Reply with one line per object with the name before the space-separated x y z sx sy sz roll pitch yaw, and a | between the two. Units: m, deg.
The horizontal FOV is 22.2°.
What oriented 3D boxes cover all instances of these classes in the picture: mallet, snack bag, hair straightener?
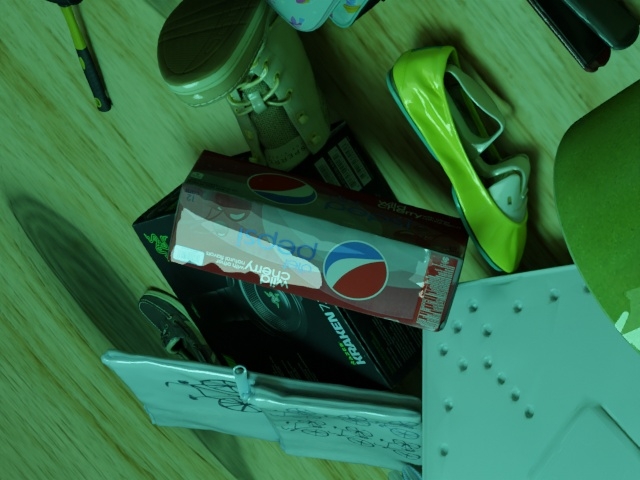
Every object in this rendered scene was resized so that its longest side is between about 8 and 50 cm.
mallet | -0.275 -0.224 1.816 0.062 0.039 0.189 24 143 29
snack bag | -0.051 0.189 1.749 0.343 0.037 0.323 9 163 7
hair straightener | 0.177 -0.244 1.293 0.230 0.047 0.089 54 146 -1

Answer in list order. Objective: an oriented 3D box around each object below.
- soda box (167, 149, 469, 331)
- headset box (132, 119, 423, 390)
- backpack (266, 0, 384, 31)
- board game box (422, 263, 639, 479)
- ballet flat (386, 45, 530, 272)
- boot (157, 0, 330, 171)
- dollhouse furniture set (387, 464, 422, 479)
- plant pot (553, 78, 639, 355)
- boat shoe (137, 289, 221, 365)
soda box | 0.000 0.000 1.499 0.263 0.092 0.083 16 115 3
headset box | -0.034 0.031 1.716 0.283 0.131 0.246 -11 115 53
backpack | -0.009 -0.282 1.364 0.188 0.144 0.166 48 151 3
board game box | 0.249 0.213 1.415 0.390 0.050 0.390 -11 73 45
ballet flat | 0.143 -0.075 1.472 0.077 0.077 0.231 -22 106 31
boot | -0.063 -0.141 1.487 0.095 0.262 0.203 -13 122 13
dollhouse furniture set | 0.198 0.321 1.745 0.303 0.198 0.286 48 153 49
plant pot | 0.357 -0.062 1.106 0.275 0.275 0.293 47 131 2
boat shoe | -0.174 0.119 2.031 0.152 0.049 0.056 34 144 20
